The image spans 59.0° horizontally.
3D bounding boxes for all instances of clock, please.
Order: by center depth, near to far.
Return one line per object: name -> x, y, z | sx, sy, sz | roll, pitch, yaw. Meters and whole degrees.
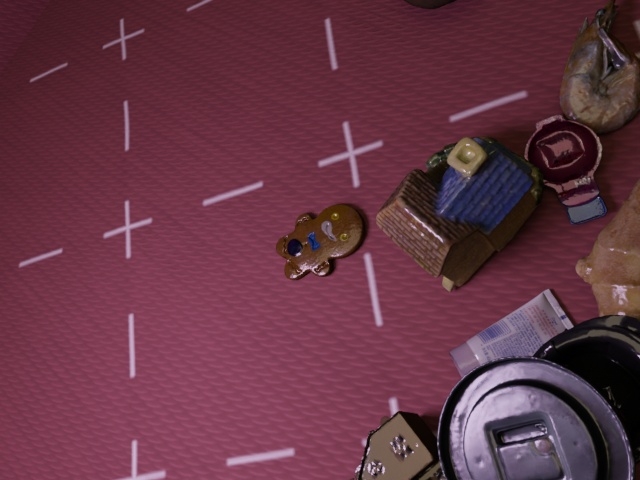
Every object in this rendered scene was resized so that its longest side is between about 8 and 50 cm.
clock -> 0.356, 0.356, 0.955 | 0.319, 0.066, 0.318 | -9, 75, 36

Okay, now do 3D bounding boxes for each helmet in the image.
helmet -> 0.501, 0.272, 1.012 | 0.278, 0.160, 0.230 | -51, 56, 6

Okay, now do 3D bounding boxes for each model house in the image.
model house -> 0.128, 0.477, 1.104 | 0.248, 0.181, 0.176 | -42, 62, 7
model house -> 0.266, -0.091, 1.158 | 0.261, 0.266, 0.321 | 45, 103, 26

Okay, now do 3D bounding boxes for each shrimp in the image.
shrimp -> 0.624, -0.379, 1.224 | 0.168, 0.077, 0.317 | 15, 85, 17

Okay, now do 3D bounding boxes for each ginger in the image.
ginger -> 0.611, 0.013, 1.074 | 0.190, 0.126, 0.353 | 19, 79, 38

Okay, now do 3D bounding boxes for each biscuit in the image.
biscuit -> 0.000, 0.000, 1.398 | 0.236, 0.039, 0.179 | -30, 63, 11

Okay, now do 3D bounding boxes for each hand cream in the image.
hand cream -> 0.387, 0.205, 1.144 | 0.248, 0.083, 0.133 | -25, 66, 3

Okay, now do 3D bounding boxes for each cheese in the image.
cheese -> 0.525, -0.153, 1.197 | 0.155, 0.062, 0.244 | -22, 73, 20

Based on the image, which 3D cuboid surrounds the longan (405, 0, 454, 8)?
longan -> 0.270, -0.701, 1.379 | 0.258, 0.258, 0.258 | -7, 71, 22
